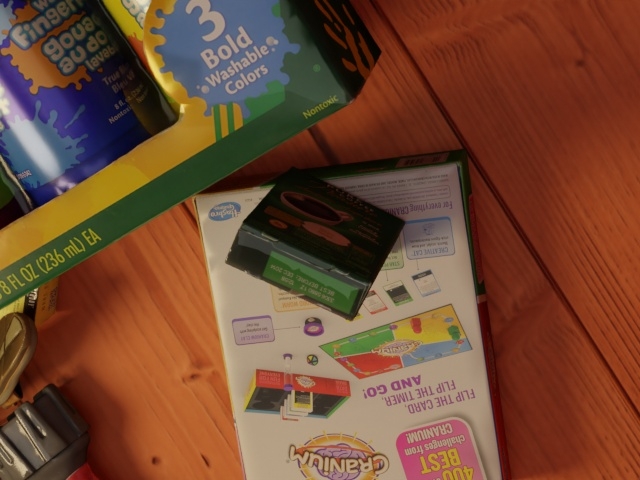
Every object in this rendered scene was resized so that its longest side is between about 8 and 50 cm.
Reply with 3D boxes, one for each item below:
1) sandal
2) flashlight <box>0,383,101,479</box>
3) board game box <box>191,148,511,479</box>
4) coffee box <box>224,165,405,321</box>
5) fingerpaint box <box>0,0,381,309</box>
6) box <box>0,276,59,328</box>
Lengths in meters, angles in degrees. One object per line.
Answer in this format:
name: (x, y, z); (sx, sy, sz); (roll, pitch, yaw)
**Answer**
sandal: (-0.294, 0.124, 1.467); (0.180, 0.049, 0.072); (-43, 53, 44)
flashlight: (-0.187, 0.273, 1.491); (0.304, 0.103, 0.103); (53, 144, -1)
board game box: (0.032, 0.091, 1.420); (0.242, 0.064, 0.316); (-6, 102, 12)
coffee box: (0.000, 0.000, 1.274); (0.113, 0.184, 0.040); (25, 109, 2)
fingerpaint box: (-0.241, -0.172, 1.237); (0.445, 0.163, 0.371); (-29, 102, 18)
box: (-0.361, 0.015, 1.476); (0.232, 0.058, 0.087); (11, 105, 7)
